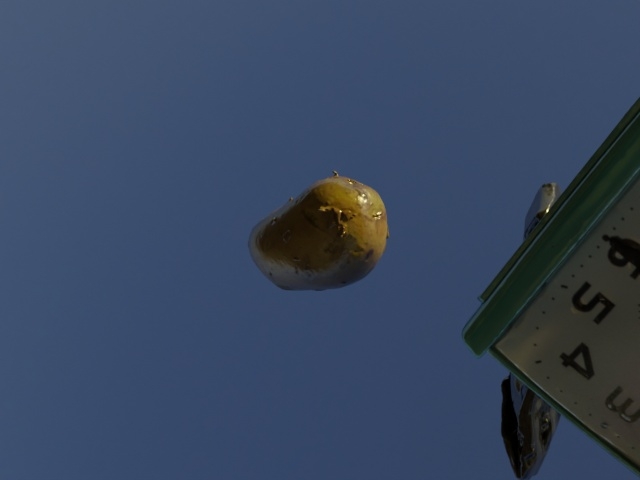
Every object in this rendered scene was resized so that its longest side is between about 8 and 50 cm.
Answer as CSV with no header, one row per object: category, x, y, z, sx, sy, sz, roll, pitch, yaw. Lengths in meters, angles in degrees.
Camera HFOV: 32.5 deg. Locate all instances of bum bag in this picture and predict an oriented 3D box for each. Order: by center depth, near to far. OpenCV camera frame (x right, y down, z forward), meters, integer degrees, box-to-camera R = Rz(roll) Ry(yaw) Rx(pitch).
bum bag,0.227,0.091,1.122,0.074,0.137,0.309,7,-75,14

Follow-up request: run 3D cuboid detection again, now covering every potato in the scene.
potato,0.000,0.000,1.280,0.176,0.137,0.137,-31,-128,45

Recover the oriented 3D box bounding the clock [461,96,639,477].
clock,0.255,0.030,0.699,0.231,0.116,0.262,39,-51,9
